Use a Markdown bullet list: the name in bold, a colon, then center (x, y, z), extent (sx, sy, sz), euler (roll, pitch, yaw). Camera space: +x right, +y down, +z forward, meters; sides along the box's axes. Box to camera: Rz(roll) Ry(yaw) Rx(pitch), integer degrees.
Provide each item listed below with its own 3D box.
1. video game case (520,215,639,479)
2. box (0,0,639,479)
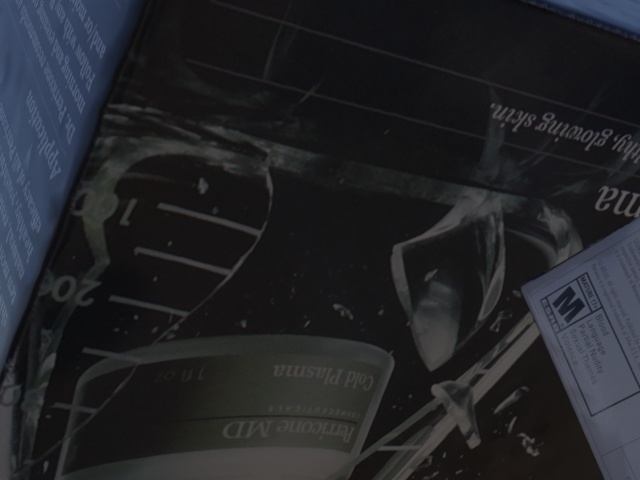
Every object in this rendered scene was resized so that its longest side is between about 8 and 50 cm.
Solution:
- **video game case**: center (0.204, 0.070, 0.387), extent (0.210, 0.232, 0.041), euler (-36, -28, 32)
- **box**: center (0.000, 0.000, 0.732), extent (0.479, 0.472, 0.297), euler (9, 33, -32)
